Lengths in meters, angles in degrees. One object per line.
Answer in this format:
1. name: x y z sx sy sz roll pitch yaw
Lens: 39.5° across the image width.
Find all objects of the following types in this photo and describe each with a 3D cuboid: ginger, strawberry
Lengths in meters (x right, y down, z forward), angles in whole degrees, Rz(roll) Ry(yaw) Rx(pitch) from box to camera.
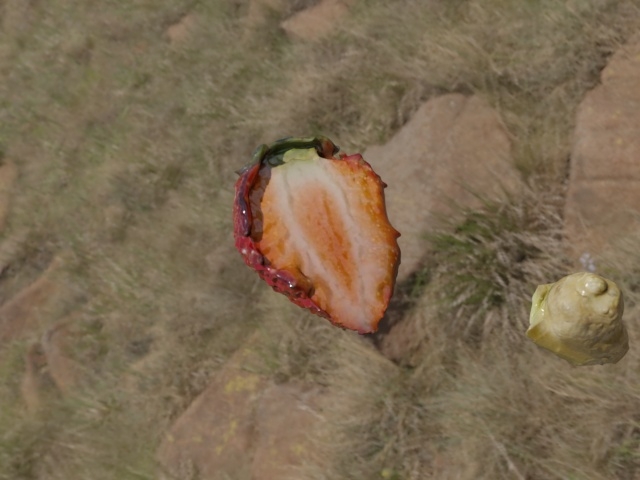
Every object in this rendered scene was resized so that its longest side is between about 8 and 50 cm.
1. ginger: 0.413 0.115 1.312 0.122 0.193 0.115 -30 44 50
2. strawberry: 0.000 0.000 0.717 0.187 0.146 0.082 65 153 23
